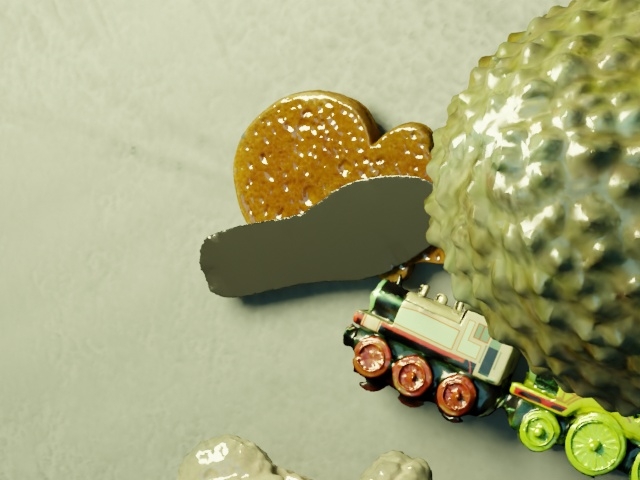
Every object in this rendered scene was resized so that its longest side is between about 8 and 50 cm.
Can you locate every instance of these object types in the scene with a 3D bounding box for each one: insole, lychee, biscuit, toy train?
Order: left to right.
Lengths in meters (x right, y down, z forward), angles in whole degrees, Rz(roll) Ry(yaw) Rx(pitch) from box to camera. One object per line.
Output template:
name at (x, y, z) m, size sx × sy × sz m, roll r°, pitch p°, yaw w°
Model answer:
insole at (0.000, 0.000, 1.253) m, size 0.188 × 0.004 × 0.064 m, roll -14°, pitch 92°, yaw 27°
biscuit at (0.022, -0.032, 1.255) m, size 0.175 × 0.026 × 0.124 m, roll 16°, pitch 106°, yaw 23°
toy train at (0.130, 0.092, 1.197) m, size 0.250 × 0.053 × 0.085 m, roll 21°, pitch 97°, yaw 21°
lychee at (0.196, -0.026, 1.060) m, size 0.255 × 0.274 × 0.255 m, roll -25°, pitch 57°, yaw 45°

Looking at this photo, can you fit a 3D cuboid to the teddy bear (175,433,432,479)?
teddy bear at (0.013, 0.244, 1.204) m, size 0.267 × 0.151 × 0.236 m, roll 17°, pitch 97°, yaw 22°
